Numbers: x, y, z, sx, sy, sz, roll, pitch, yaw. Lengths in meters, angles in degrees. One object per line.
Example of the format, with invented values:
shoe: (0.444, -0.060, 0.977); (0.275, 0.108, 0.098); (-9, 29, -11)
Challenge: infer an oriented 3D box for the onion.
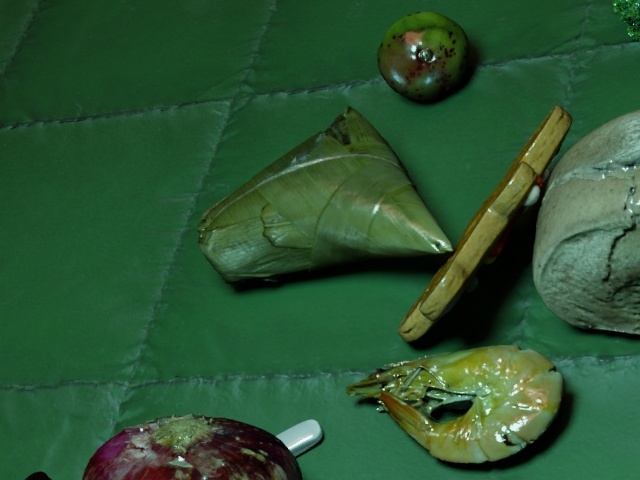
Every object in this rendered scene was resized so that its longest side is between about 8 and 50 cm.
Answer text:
onion: (-0.138, 0.287, 1.795); (0.246, 0.190, 0.246); (-2, 23, 1)

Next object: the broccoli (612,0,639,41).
broccoli: (0.421, -0.340, 2.099); (0.156, 0.195, 0.195); (19, 59, 22)

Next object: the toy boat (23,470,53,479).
toy boat: (-0.311, 0.382, 1.862); (0.142, 0.129, 0.309); (-58, 40, 12)

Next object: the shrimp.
shrimp: (0.143, 0.179, 1.841); (0.267, 0.061, 0.145); (4, 61, 30)

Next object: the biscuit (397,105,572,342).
biscuit: (0.204, -0.023, 1.922); (0.049, 0.205, 0.324); (34, 70, 1)

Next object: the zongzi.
zongzi: (0.000, 0.000, 2.024); (0.273, 0.145, 0.300); (-33, 36, 3)

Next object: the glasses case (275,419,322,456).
glasses case: (-0.036, 0.235, 1.913); (0.083, 0.021, 0.032); (-30, 44, 0)

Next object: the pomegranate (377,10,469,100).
pomegranate: (0.140, -0.244, 2.224); (0.130, 0.130, 0.130); (-16, 43, 16)

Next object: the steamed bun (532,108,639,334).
steamed bun: (0.371, -0.041, 1.815); (0.301, 0.199, 0.252); (-8, 45, 25)
